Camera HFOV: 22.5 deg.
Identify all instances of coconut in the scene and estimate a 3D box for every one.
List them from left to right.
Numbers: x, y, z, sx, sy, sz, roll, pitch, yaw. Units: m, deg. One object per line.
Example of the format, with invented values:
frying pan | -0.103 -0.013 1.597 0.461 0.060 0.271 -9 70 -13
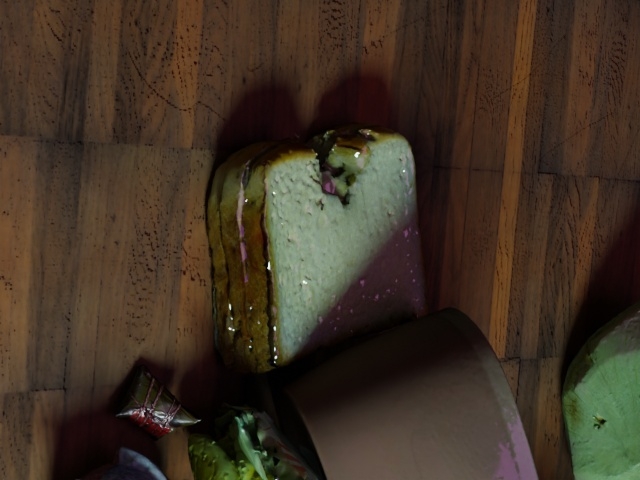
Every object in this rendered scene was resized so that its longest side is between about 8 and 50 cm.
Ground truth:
coconut | 0.464 0.231 2.168 0.328 0.281 0.328 -60 168 -22

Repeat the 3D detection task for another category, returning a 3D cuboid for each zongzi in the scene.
zongzi | -0.160 0.178 1.671 0.083 0.073 0.067 57 39 -35

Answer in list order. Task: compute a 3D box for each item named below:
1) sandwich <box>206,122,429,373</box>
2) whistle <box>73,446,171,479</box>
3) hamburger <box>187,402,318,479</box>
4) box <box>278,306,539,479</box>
sandwich | -0.001 0.000 1.790 0.273 0.095 0.249 -15 107 -44
whistle | -0.165 0.325 1.661 0.346 0.133 0.142 51 20 -49
hamburger | -0.068 0.259 1.669 0.125 0.214 0.235 -33 151 -4
box | 0.091 0.237 1.747 0.216 0.301 0.301 -16 110 -11
